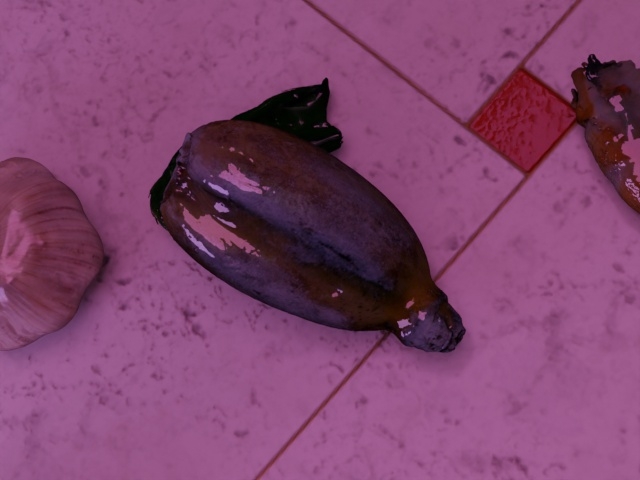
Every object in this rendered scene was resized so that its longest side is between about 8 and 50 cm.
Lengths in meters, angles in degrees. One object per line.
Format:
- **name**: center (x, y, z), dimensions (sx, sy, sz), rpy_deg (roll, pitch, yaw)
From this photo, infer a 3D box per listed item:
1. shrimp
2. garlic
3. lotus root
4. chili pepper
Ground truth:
- **shrimp**: center (0.384, -0.087, 1.586), dimensions (0.287, 0.068, 0.185), rpy_deg (-2, 75, 10)
- **garlic**: center (-0.331, -0.005, 1.633), dimensions (0.199, 0.226, 0.199), rpy_deg (-6, 71, 16)
- **lotus root**: center (0.000, 0.000, 1.599), dimensions (0.322, 0.140, 0.158), rpy_deg (30, 115, -4)
- **chili pepper**: center (-0.075, -0.086, 1.688), dimensions (0.224, 0.061, 0.098), rpy_deg (-35, 63, 2)
